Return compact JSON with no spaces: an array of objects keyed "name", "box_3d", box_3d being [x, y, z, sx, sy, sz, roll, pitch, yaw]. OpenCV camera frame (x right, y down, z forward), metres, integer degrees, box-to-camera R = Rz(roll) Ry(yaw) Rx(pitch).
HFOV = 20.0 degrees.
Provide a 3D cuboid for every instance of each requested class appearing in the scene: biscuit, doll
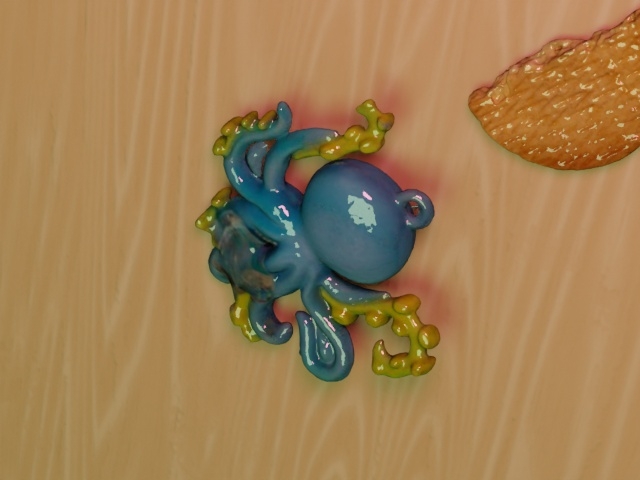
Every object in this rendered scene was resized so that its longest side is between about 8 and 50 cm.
[{"name":"biscuit","box_3d":[0.275,-0.145,1.886,0.224,0.033,0.144,-28,107,34]},{"name":"doll","box_3d":[0.000,0.000,2.070,0.341,0.099,0.346,-11,109,42]}]
